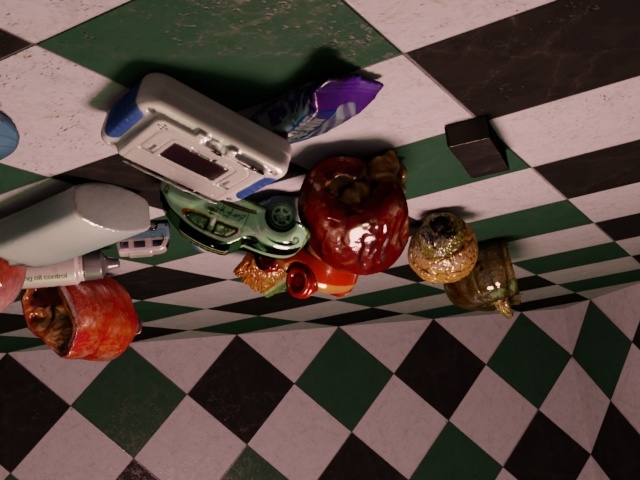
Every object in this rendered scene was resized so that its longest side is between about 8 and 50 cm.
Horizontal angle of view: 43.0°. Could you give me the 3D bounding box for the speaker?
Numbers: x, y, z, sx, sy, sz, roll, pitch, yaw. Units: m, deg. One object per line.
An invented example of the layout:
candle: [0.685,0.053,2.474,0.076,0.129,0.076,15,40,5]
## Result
speaker: [0.298,-0.173,1.541,0.082,0.044,0.218,-12,165,21]

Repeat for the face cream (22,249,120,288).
face cream: [-0.642,0.067,1.956,0.311,0.092,0.092,-4,166,-12]

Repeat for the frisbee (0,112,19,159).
frisbee: [-0.600,-0.142,1.210,0.289,0.049,0.289,-7,166,-2]

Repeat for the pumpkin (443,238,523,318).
pumpkin: [0.501,0.139,2.511,0.232,0.242,0.325,-19,159,13]

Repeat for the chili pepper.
chili pepper: [-0.650,0.202,2.146,0.229,0.251,0.305,-17,170,16]

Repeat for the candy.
candy: [-0.033,-0.192,1.261,0.145,0.070,0.275,-5,167,-46]

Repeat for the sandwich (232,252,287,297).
sandwich: [-0.122,0.056,2.162,0.160,0.109,0.185,35,124,-23]

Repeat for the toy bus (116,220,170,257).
toy bus: [-0.399,-0.001,1.831,0.123,0.075,0.060,-4,166,-11]

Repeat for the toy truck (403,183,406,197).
toy truck: [0.163,-0.086,1.790,0.052,0.063,0.123,-8,166,3]

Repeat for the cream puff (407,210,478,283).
cream puff: [0.302,0.003,2.042,0.183,0.183,0.169,-9,154,9]

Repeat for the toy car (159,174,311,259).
toy car: [-0.174,-0.033,1.533,0.306,0.125,0.136,26,161,-5]

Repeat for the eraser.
eraser: [-0.503,-0.026,1.619,0.290,0.104,0.189,-17,159,34]

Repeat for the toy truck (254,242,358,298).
toy truck: [0.000,0.000,1.875,0.189,0.239,0.265,2,-155,-48]

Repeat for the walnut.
walnut: [0.084,-0.065,1.580,0.244,0.222,0.269,-37,162,-13]

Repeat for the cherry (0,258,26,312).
cherry: [-0.740,0.083,1.703,0.239,0.206,0.239,14,156,6]

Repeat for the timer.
timer: [-0.187,-0.140,1.221,0.253,0.078,0.178,26,151,-29]

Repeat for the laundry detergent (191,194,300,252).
laundry detergent: [-0.138,-0.047,1.761,0.289,0.094,0.143,-12,162,6]
